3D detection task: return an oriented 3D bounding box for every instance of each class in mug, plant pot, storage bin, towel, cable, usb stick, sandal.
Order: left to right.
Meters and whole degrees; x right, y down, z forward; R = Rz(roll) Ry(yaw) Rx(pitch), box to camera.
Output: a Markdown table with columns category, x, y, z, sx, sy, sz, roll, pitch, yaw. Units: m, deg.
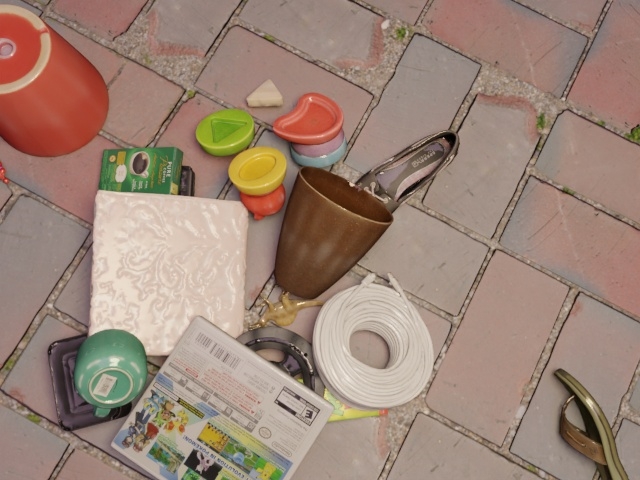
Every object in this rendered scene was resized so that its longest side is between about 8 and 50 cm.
| category | x | y | z | sx | sy | sz | roll | pitch | yaw |
| --- | --- | --- | --- | --- | --- | --- | --- | --- | --- |
| plant pot | -0.620 | -0.344 | 1.221 | 0.274 | 0.243 | 0.275 | 1 | 77 | -3 |
| storage bin | -0.469 | 0.284 | 1.173 | 0.122 | 0.084 | 0.180 | -14 | 78 | -6 |
| mug | -0.384 | 0.255 | 1.070 | 0.129 | 0.097 | 0.158 | -20 | 114 | -12 |
| towel | -0.307 | 0.072 | 1.189 | 0.316 | 0.053 | 0.332 | 4 | 83 | -22 |
| usb stick | -0.319 | -0.029 | 1.267 | 0.077 | 0.045 | 0.278 | 0 | 78 | 5 |
| plant pot | 0.000 | 0.000 | 1.189 | 0.215 | 0.215 | 0.230 | 31 | 109 | 4 |
| cable | 0.103 | 0.216 | 1.171 | 0.257 | 0.089 | 0.257 | -27 | 75 | -28 |
| sandal | 0.547 | 0.412 | 1.179 | 0.086 | 0.120 | 0.303 | -20 | 80 | 8 |

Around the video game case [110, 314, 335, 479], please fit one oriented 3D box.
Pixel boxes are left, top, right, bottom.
| category | x | y | z | sx | sy | sz | roll | pitch | yaw |
| --- | --- | --- | --- | --- | --- | --- | --- | --- | --- |
| video game case | -0.188 | 0.359 | 1.121 | 0.329 | 0.036 | 0.300 | 33 | 85 | 3 |

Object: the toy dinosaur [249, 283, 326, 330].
| category | x | y | z | sx | sy | sz | roll | pitch | yaw |
| --- | --- | --- | --- | --- | --- | --- | --- | --- | --- |
| toy dinosaur | -0.075 | 0.138 | 1.248 | 0.183 | 0.053 | 0.093 | -20 | 96 | -2 |

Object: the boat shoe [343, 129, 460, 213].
| category | x | y | z | sx | sy | sz | roll | pitch | yaw |
| --- | --- | --- | --- | --- | --- | --- | --- | --- | --- |
| boat shoe | 0.172 | -0.141 | 1.286 | 0.335 | 0.095 | 0.112 | -37 | 82 | -9 |

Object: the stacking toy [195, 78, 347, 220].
| category | x | y | z | sx | sy | sz | roll | pitch | yaw |
| --- | --- | --- | --- | --- | --- | --- | --- | --- | --- |
| stacking toy | -0.109 | -0.206 | 1.294 | 0.309 | 0.130 | 0.279 | -40 | 55 | -22 |

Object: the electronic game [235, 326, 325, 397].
| category | x | y | z | sx | sy | sz | roll | pitch | yaw |
| --- | --- | --- | --- | --- | --- | --- | --- | --- | --- |
| electronic game | -0.104 | 0.290 | 1.170 | 0.229 | 0.048 | 0.229 | 0 | 83 | 2 |

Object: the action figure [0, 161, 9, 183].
| category | x | y | z | sx | sy | sz | roll | pitch | yaw |
| --- | --- | --- | --- | --- | --- | --- | --- | --- | --- |
| action figure | -0.737 | -0.172 | 1.288 | 0.038 | 0.030 | 0.115 | -41 | 87 | -4 |

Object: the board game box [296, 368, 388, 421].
| category | x | y | z | sx | sy | sz | roll | pitch | yaw |
| --- | --- | --- | --- | --- | --- | --- | --- | --- | --- |
| board game box | 0.045 | 0.327 | 1.207 | 0.181 | 0.043 | 0.092 | -6 | 79 | -4 |

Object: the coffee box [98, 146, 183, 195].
| category | x | y | z | sx | sy | sz | roll | pitch | yaw |
| --- | --- | --- | --- | --- | --- | --- | --- | --- | --- |
| coffee box | -0.396 | -0.146 | 1.266 | 0.184 | 0.040 | 0.113 | -1 | 78 | 15 |
